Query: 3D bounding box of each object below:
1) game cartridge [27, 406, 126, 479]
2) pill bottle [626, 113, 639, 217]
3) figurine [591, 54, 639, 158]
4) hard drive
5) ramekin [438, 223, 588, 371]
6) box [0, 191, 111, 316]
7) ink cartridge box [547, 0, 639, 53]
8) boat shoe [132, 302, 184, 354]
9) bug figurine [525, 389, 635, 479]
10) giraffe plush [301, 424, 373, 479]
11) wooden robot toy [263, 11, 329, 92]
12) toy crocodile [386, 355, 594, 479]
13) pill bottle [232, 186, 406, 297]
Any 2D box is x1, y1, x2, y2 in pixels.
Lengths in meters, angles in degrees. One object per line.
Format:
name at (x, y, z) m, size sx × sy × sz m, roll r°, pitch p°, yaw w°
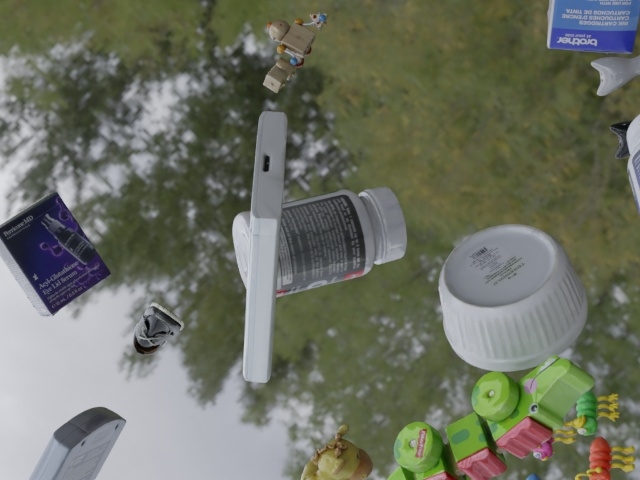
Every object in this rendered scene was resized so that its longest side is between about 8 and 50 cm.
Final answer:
game cartridge at (-0.473, 0.419, 2.315) m, size 0.062 × 0.198 × 0.297 m, roll 26°, pitch -174°, yaw 9°
pill bottle at (0.595, -0.092, 1.993) m, size 0.153 × 0.153 × 0.265 m, roll 36°, pitch -143°, yaw -36°
figurine at (0.624, -0.275, 2.240) m, size 0.092 × 0.209 × 0.215 m, roll -78°, pitch -32°, yaw -70°
hard drive at (-0.085, 0.014, 1.828) m, size 0.047 × 0.353 × 0.233 m, roll 3°, pitch -135°, yaw -2°
ramekin at (0.263, 0.072, 1.686) m, size 0.207 × 0.207 × 0.109 m, roll -110°, pitch -4°, yaw -50°
box at (-0.552, 0.029, 2.441) m, size 0.207 × 0.153 × 0.108 m, roll 57°, pitch 156°, yaw -11°
ink cartridge box at (0.452, -0.490, 1.950) m, size 0.395 × 0.151 × 0.270 m, roll 88°, pitch -170°, yaw -49°
boat shoe at (-0.338, 0.186, 2.477) m, size 0.084 × 0.079 × 0.233 m, roll 35°, pitch 157°, yaw -6°
bug figurine at (0.433, 0.380, 2.120) m, size 0.072 × 0.279 × 0.216 m, roll 23°, pitch -129°, yaw -18°
giraffe plush at (0.036, 0.476, 2.478) m, size 0.210 × 0.170 × 0.181 m, roll 7°, pitch -147°, yaw -34°
wooden robot toy at (-0.057, -0.321, 1.955) m, size 0.079 × 0.173 × 0.076 m, roll 31°, pitch 161°, yaw 3°
toy crocodile at (0.214, 0.270, 1.596) m, size 0.115 × 0.340 × 0.105 m, roll 38°, pitch -157°, yaw -38°
pill bottle at (0.000, 0.000, 2.145) m, size 0.161 × 0.283 × 0.161 m, roll 167°, pitch 90°, yaw -74°
